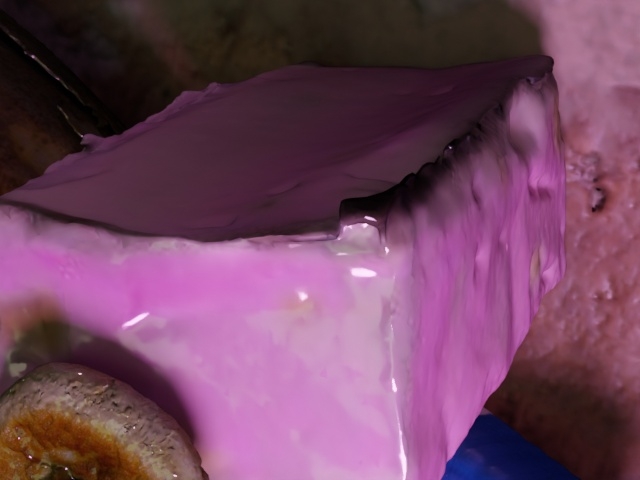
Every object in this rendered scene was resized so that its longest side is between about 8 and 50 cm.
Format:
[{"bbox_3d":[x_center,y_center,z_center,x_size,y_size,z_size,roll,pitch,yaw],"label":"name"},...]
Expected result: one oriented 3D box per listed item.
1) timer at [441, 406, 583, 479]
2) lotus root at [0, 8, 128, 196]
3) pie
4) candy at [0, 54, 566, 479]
[{"bbox_3d":[0.074,0.219,0.612,0.178,0.078,0.253,36,118,47],"label":"timer"},{"bbox_3d":[-0.201,-0.020,0.626,0.397,0.196,0.179,42,153,3],"label":"lotus root"},{"bbox_3d":[-0.072,0.079,0.402,0.084,0.021,0.084,8,109,23],"label":"pie"},{"bbox_3d":[0.000,0.000,0.507,0.155,0.265,0.116,1,109,22],"label":"candy"}]
